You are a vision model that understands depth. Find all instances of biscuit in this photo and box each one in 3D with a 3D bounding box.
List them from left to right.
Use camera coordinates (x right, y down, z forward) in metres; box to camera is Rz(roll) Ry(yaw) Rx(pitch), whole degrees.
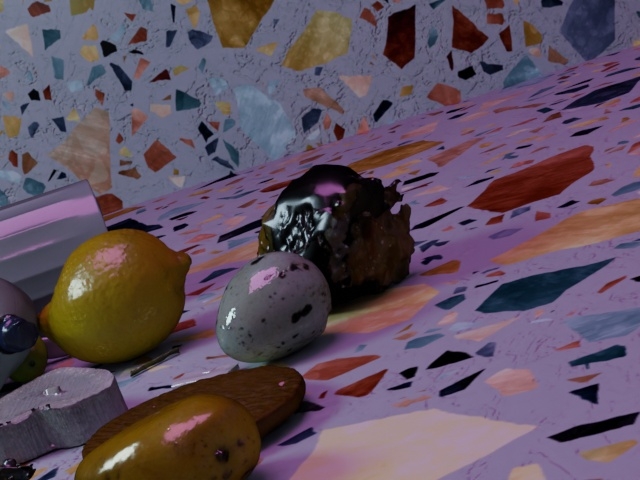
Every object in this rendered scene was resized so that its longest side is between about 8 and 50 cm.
[{"bbox_3d":[-0.137,0.202,1.651,0.262,0.037,0.262,-19,11,4],"label":"biscuit"}]

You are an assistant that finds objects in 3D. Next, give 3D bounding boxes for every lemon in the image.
[{"bbox_3d":[-0.290,0.081,2.131,0.244,0.187,0.187,-28,10,5],"label":"lemon"}]

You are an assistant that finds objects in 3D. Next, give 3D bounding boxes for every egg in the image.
[{"bbox_3d":[-0.060,0.089,1.869,0.131,0.131,0.164,-5,39,52],"label":"egg"}]

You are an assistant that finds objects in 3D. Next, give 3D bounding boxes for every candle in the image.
[{"bbox_3d":[-0.330,0.210,1.856,0.192,0.068,0.168,-16,14,6],"label":"candle"}]

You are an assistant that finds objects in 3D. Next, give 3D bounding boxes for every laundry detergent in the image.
[{"bbox_3d":[-0.485,0.153,2.128,0.105,0.215,0.280,25,-17,-36],"label":"laundry detergent"}]

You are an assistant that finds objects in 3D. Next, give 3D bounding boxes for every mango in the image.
[{"bbox_3d":[-0.441,0.168,2.223,0.073,0.056,0.108,-50,42,-4],"label":"mango"},{"bbox_3d":[-0.150,0.216,1.462,0.195,0.098,0.137,-21,12,23],"label":"mango"}]

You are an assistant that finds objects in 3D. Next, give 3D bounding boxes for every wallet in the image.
[{"bbox_3d":[-0.144,0.171,1.884,0.083,0.011,0.044,-14,11,26],"label":"wallet"}]

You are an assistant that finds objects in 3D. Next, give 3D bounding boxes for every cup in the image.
[{"bbox_3d":[-0.476,0.086,2.388,0.327,0.237,0.323,-20,41,-11],"label":"cup"}]

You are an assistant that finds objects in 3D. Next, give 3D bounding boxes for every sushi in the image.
[{"bbox_3d":[0.004,0.001,2.058,0.204,0.213,0.200,9,3,39],"label":"sushi"}]

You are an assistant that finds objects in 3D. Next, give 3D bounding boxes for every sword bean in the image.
[{"bbox_3d":[-0.228,0.166,2.053,0.083,0.012,0.012,-27,14,-31],"label":"sword bean"}]

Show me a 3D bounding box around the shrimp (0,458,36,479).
[{"bbox_3d":[-0.411,0.299,1.622,0.217,0.051,0.150,-24,13,12],"label":"shrimp"}]
